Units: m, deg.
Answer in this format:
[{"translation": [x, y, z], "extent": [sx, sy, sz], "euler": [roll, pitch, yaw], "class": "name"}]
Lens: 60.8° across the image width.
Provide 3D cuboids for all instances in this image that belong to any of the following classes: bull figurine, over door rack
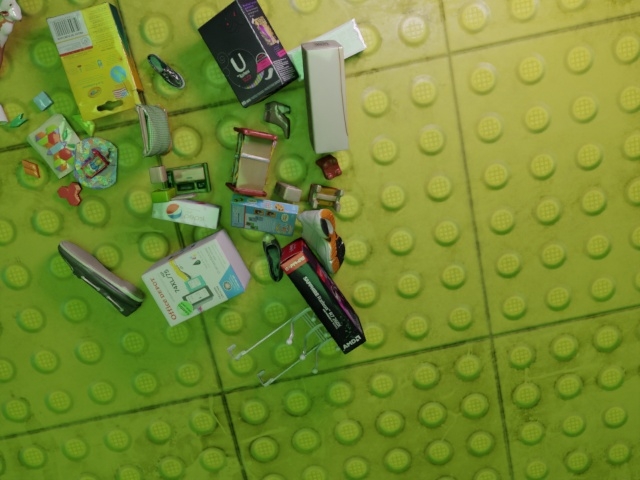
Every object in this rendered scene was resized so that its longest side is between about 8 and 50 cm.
[{"translation": [-1.006, -0.623, 1.622], "extent": [0.188, 0.101, 0.310], "euler": [35, 125, -8], "class": "bull figurine"}, {"translation": [-0.112, 0.384, 1.858], "extent": [0.324, 0.108, 0.239], "euler": [-28, 135, 4], "class": "over door rack"}]

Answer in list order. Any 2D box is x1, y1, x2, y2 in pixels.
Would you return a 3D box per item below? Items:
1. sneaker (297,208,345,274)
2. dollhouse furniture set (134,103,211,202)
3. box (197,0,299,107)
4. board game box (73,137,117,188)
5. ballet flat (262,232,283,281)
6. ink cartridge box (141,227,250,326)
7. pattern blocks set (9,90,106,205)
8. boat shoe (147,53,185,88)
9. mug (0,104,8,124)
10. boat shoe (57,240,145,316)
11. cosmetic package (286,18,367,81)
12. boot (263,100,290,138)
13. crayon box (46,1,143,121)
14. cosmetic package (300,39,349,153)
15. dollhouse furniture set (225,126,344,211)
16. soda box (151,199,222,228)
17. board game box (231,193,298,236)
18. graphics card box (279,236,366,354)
[{"translation": [0.000, 0.000, 1.838], "extent": [0.121, 0.099, 0.262], "euler": [8, 130, 32], "class": "sneaker"}, {"translation": [-0.455, -0.283, 1.709], "extent": [0.151, 0.197, 0.301], "euler": [-6, 103, 1], "class": "dollhouse furniture set"}, {"translation": [-0.215, -0.568, 1.660], "extent": [0.165, 0.143, 0.270], "euler": [-25, 102, 28], "class": "box"}, {"translation": [-0.734, -0.248, 1.769], "extent": [0.133, 0.033, 0.168], "euler": [6, 102, -9], "class": "board game box"}, {"translation": [-0.159, 0.059, 1.868], "extent": [0.058, 0.049, 0.173], "euler": [-13, 102, 0], "class": "ballet flat"}, {"translation": [-0.402, 0.117, 1.796], "extent": [0.270, 0.197, 0.198], "euler": [-27, 101, 4], "class": "ink cartridge box"}, {"translation": [-0.852, -0.303, 1.779], "extent": [0.325, 0.026, 0.285], "euler": [42, 98, -9], "class": "pattern blocks set"}, {"translation": [-0.494, -0.536, 1.733], "extent": [0.142, 0.040, 0.049], "euler": [42, 98, -9], "class": "boat shoe"}, {"translation": [-1.044, -0.402, 1.736], "extent": [0.078, 0.062, 0.064], "euler": [-12, 94, -6], "class": "mug"}, {"translation": [-0.753, 0.135, 1.834], "extent": [0.335, 0.112, 0.095], "euler": [39, 94, -13], "class": "boat shoe"}, {"translation": [0.017, -0.599, 1.726], "extent": [0.239, 0.060, 0.098], "euler": [-25, 106, 4], "class": "cosmetic package"}, {"translation": [-0.143, -0.393, 1.780], "extent": [0.087, 0.042, 0.118], "euler": [3, 101, 4], "class": "boot"}, {"translation": [-0.693, -0.549, 1.703], "extent": [0.202, 0.081, 0.318], "euler": [-14, 102, 1], "class": "crayon box"}, {"translation": [0.014, -0.440, 1.672], "extent": [0.113, 0.160, 0.309], "euler": [-8, 119, -4], "class": "cosmetic package"}, {"translation": [-0.106, -0.232, 1.780], "extent": [0.374, 0.152, 0.201], "euler": [9, 102, -21], "class": "dollhouse furniture set"}, {"translation": [-0.444, -0.096, 1.816], "extent": [0.216, 0.069, 0.073], "euler": [10, 101, -4], "class": "soda box"}, {"translation": [-0.186, -0.079, 1.790], "extent": [0.212, 0.160, 0.039], "euler": [11, 62, -4], "class": "board game box"}, {"translation": [0.006, 0.175, 1.806], "extent": [0.094, 0.233, 0.371], "euler": [-33, 100, 4], "class": "graphics card box"}]
